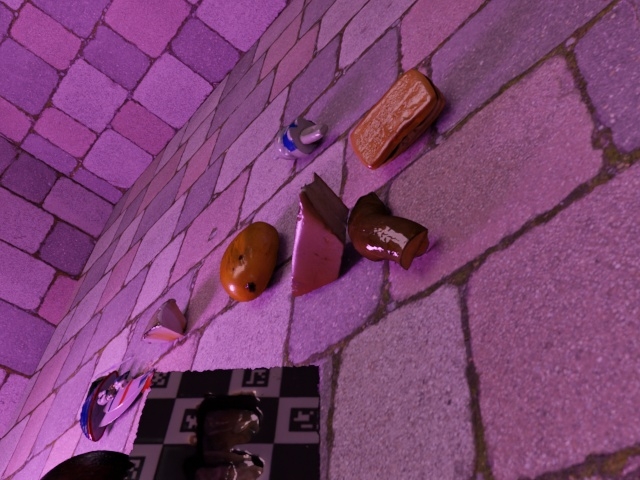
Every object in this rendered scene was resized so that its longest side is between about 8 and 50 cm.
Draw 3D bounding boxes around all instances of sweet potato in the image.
[{"bbox_3d":[0.104,-0.018,1.052,0.112,0.085,0.286,-19,16,-1],"label":"sweet potato"}]

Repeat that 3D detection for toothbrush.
[{"bbox_3d":[-0.641,0.392,1.903,0.131,0.011,0.013,-30,12,-9],"label":"toothbrush"}]

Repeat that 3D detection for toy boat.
[{"bbox_3d":[-0.569,0.457,1.716,0.318,0.072,0.219,-11,47,45],"label":"toy boat"}]

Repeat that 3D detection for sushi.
[{"bbox_3d":[-0.144,0.371,0.934,0.296,0.100,0.373,-4,39,3],"label":"sushi"}]

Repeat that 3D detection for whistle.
[{"bbox_3d":[-0.058,-0.268,1.622,0.110,0.092,0.244,-54,21,-22],"label":"whistle"}]

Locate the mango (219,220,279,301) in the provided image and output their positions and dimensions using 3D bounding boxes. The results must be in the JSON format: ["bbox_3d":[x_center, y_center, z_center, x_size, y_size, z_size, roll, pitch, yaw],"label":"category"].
[{"bbox_3d":[-0.165,0.036,1.424,0.157,0.109,0.262,-49,23,23],"label":"mango"}]

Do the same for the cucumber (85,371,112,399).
[{"bbox_3d":[-0.677,0.476,1.873,0.046,0.070,0.220,-13,42,14],"label":"cucumber"}]

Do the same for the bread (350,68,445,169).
[{"bbox_3d":[0.149,-0.229,1.195,0.200,0.077,0.116,-47,54,22],"label":"bread"}]

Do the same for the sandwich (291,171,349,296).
[{"bbox_3d":[0.000,0.000,1.142,0.094,0.096,0.258,-76,-3,-45],"label":"sandwich"}]

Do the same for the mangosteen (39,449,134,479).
[{"bbox_3d":[-0.341,0.498,0.994,0.300,0.300,0.300,-42,28,28],"label":"mangosteen"}]

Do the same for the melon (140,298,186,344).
[{"bbox_3d":[-0.422,0.225,1.688,0.202,0.093,0.140,-35,33,54],"label":"melon"}]
